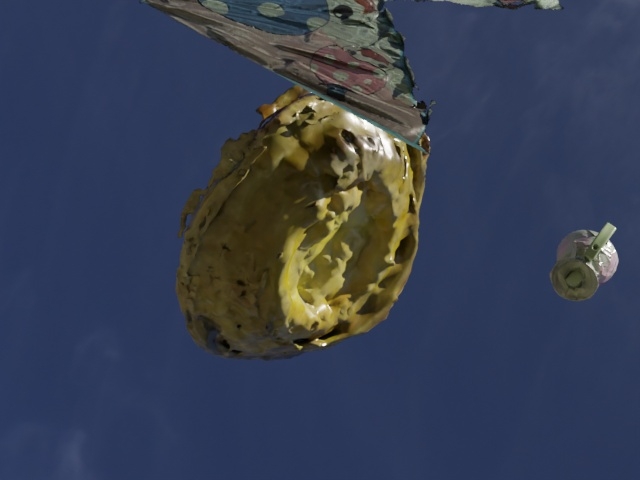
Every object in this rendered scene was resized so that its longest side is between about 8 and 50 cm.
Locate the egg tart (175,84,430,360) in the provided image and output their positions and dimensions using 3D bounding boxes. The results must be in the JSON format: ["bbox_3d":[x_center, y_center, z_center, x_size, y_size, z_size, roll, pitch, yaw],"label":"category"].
[{"bbox_3d":[0.000,0.000,1.021,0.095,0.279,0.279,37,-67,36],"label":"egg tart"}]

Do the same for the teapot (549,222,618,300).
[{"bbox_3d":[0.274,0.021,1.234,0.064,0.064,0.083,34,-52,9],"label":"teapot"}]

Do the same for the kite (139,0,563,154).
[{"bbox_3d":[0.008,-0.188,0.894,0.368,0.406,0.014,1,-47,-11],"label":"kite"}]
